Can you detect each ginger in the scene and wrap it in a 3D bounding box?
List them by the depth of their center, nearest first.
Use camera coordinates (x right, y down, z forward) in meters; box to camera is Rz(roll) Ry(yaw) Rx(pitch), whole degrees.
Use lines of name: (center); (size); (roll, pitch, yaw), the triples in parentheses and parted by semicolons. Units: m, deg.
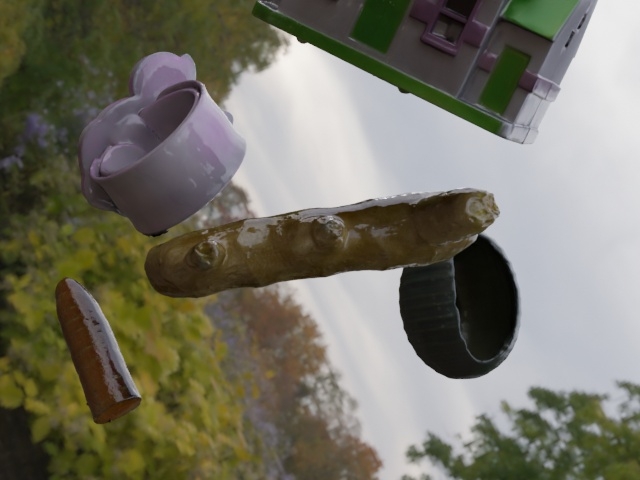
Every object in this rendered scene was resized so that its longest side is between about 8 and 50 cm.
ginger: (0.001, 0.003, 0.887); (0.118, 0.298, 0.065); (107, -28, -76)

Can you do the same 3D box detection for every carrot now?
carrot: (-0.202, 0.093, 0.936); (0.048, 0.048, 0.139); (88, -22, -64)

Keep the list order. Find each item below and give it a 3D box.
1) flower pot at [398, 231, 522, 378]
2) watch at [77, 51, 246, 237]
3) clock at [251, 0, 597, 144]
flower pot: (0.216, 0.095, 1.641); (0.157, 0.189, 0.243); (-29, -118, 59)
watch: (-0.188, -0.120, 1.405); (0.217, 0.248, 0.211); (12, -36, 54)
clock: (0.117, -0.263, 0.805); (0.235, 0.310, 0.166); (29, 12, 17)
